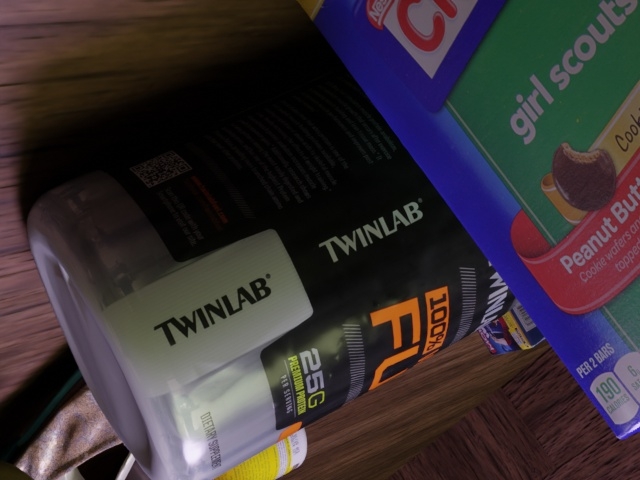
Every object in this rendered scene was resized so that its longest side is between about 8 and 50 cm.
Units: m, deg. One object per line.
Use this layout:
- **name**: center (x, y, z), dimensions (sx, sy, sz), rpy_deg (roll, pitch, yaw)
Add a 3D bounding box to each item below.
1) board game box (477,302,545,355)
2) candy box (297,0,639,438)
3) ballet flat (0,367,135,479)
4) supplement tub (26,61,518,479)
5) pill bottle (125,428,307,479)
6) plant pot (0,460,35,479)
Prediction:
- **board game box**: center (0.173, 0.025, 1.194), dimensions (0.060, 0.194, 0.194), rpy_deg (-29, 176, -9)
- **candy box**: center (0.161, -0.110, 0.539), dimensions (0.122, 0.317, 0.268), rpy_deg (-17, 155, -38)
- **ballet flat**: center (-0.247, 0.215, 0.996), dimensions (0.316, 0.106, 0.107), rpy_deg (-42, -171, 27)
- **supplement tub**: center (0.000, 0.000, 0.729), dimensions (0.338, 0.207, 0.207), rpy_deg (-27, 161, -20)
- **pill bottle**: center (-0.130, 0.266, 1.346), dimensions (0.215, 0.117, 0.117), rpy_deg (-22, 159, -34)
- **plant pot**: center (-0.379, 0.291, 0.809), dimensions (0.275, 0.275, 0.293), rpy_deg (-41, 147, 21)
